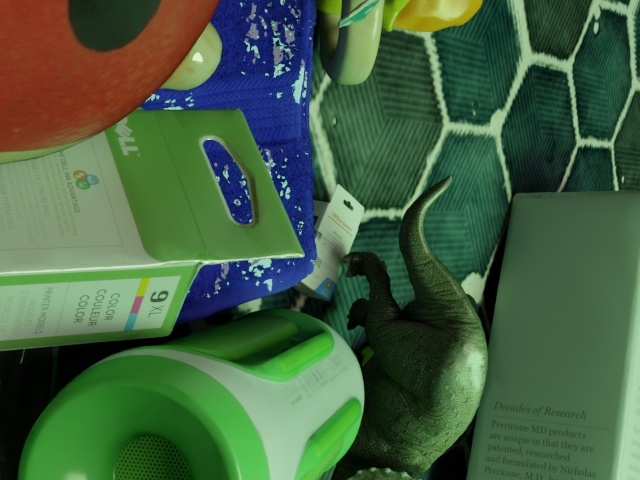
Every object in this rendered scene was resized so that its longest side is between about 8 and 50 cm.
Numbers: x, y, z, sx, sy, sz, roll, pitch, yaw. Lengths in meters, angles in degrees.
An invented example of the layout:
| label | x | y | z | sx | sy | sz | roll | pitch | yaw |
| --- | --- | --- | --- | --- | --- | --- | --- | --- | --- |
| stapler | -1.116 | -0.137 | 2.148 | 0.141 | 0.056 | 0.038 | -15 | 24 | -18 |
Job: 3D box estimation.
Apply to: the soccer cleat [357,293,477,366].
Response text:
| label | x | y | z | sx | sy | sz | roll | pitch | yaw |
| --- | --- | --- | --- | --- | --- | --- | --- | --- | --- |
| soccer cleat | 0.107 | 0.098 | 0.894 | 0.179 | 0.072 | 0.060 | -26 | 118 | -46 |

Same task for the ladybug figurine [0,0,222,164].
| label | x | y | z | sx | sy | sz | roll | pitch | yaw |
| --- | --- | --- | --- | --- | --- | --- | --- | --- | --- |
| ladybug figurine | -0.181 | -0.198 | 0.335 | 0.449 | 0.161 | 0.305 | 35 | 66 | -40 |

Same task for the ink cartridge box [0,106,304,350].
| label | x | y | z | sx | sy | sz | roll | pitch | yaw |
| --- | --- | --- | --- | --- | --- | --- | --- | --- | --- |
| ink cartridge box | -0.126 | -0.009 | 0.475 | 0.209 | 0.109 | 0.062 | -3 | 141 | -29 |

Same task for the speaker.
| label | x | y | z | sx | sy | sz | roll | pitch | yaw |
| --- | --- | --- | --- | --- | --- | --- | --- | --- | --- |
| speaker | -0.053 | 0.110 | 0.568 | 0.296 | 0.131 | 0.131 | -3 | 102 | -78 |

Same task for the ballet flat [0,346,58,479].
| label | x | y | z | sx | sy | sz | roll | pitch | yaw |
| --- | --- | --- | --- | --- | --- | --- | --- | --- | --- |
| ballet flat | -0.186 | 0.130 | 0.522 | 0.096 | 0.095 | 0.281 | -9 | 95 | -41 |

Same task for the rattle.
| label | x | y | z | sx | sy | sz | roll | pitch | yaw |
| --- | --- | --- | --- | --- | --- | --- | --- | --- | --- |
| rattle | 0.065 | -0.169 | 0.658 | 0.142 | 0.199 | 0.130 | 16 | 83 | -10 |

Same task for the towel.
| label | x | y | z | sx | sy | sz | roll | pitch | yaw |
| --- | --- | --- | --- | --- | --- | --- | --- | --- | --- |
| towel | -0.078 | -0.102 | 0.608 | 0.227 | 0.076 | 0.308 | -20 | 114 | -49 |

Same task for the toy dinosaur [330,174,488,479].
| label | x | y | z | sx | sy | sz | roll | pitch | yaw |
| --- | --- | --- | --- | --- | --- | --- | --- | --- | --- |
| toy dinosaur | 0.067 | 0.107 | 0.747 | 0.121 | 0.160 | 0.314 | 9 | 111 | -56 |

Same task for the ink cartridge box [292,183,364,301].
| label | x | y | z | sx | sy | sz | roll | pitch | yaw |
| --- | --- | --- | --- | --- | --- | --- | --- | --- | --- |
| ink cartridge box | 0.000 | 0.000 | 0.769 | 0.048 | 0.028 | 0.083 | 40 | 67 | -50 |

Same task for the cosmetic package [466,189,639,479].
| label | x | y | z | sx | sy | sz | roll | pitch | yaw |
| --- | --- | --- | --- | --- | --- | --- | --- | --- | --- |
| cosmetic package | 0.283 | 0.197 | 1.026 | 0.230 | 0.161 | 0.453 | 33 | 65 | -49 |
